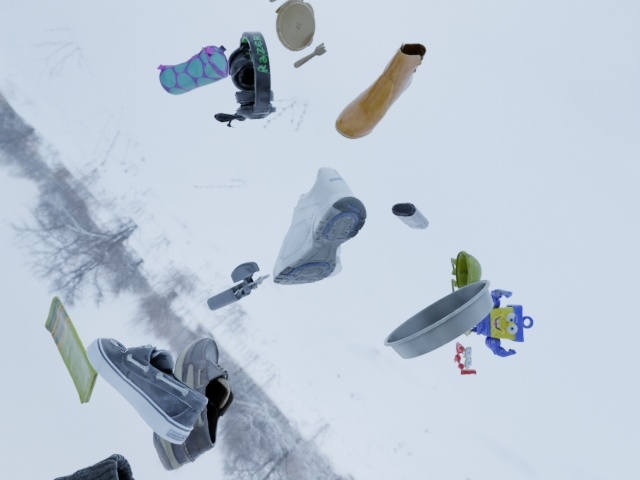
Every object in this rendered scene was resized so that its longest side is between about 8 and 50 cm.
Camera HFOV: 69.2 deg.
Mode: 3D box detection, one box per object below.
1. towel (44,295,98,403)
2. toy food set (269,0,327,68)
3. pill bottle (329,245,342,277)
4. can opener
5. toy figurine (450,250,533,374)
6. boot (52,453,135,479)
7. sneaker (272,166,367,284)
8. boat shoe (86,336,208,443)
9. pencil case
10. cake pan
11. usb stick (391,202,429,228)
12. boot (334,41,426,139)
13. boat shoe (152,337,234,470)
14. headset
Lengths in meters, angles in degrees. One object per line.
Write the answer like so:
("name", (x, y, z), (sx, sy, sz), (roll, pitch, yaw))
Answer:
("towel", (-0.553, 0.237, 1.022), (0.237, 0.021, 0.102), (45, 123, 29))
("toy food set", (-0.064, -0.562, 1.211), (0.038, 0.132, 0.192), (32, 153, 46))
("pill bottle", (0.000, 0.000, 1.465), (0.121, 0.121, 0.221), (84, 176, -59))
("can opener", (-0.261, 0.135, 1.414), (0.283, 0.076, 0.095), (-26, 90, 42))
("toy figurine", (0.516, 0.214, 1.386), (0.191, 0.217, 0.363), (45, -135, -81))
("boot", (-0.631, 0.755, 1.288), (0.131, 0.260, 0.348), (-120, 20, -52))
("sneaker", (-0.014, -0.015, 0.902), (0.297, 0.111, 0.129), (-52, 44, 40))
("boat shoe", (-0.319, 0.242, 0.854), (0.301, 0.102, 0.108), (24, 163, 38))
("pencil case", (-0.255, -0.342, 0.933), (0.151, 0.065, 0.070), (-8, 137, 32))
("cake pan", (0.288, 0.192, 1.111), (0.054, 0.293, 0.293), (58, 162, 5))
("usb stick", (0.290, -0.076, 1.478), (0.077, 0.045, 0.278), (6, 175, 22))
("boot", (0.161, -0.407, 1.226), (0.104, 0.295, 0.211), (40, 143, 7))
("boat shoe", (-0.258, 0.348, 1.041), (0.355, 0.130, 0.132), (-96, -8, -62))
("headset", (-0.248, -0.491, 1.494), (0.394, 0.185, 0.244), (135, 124, -71))
